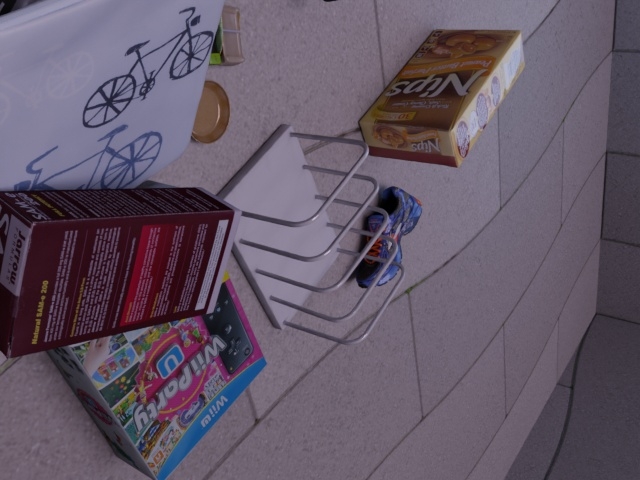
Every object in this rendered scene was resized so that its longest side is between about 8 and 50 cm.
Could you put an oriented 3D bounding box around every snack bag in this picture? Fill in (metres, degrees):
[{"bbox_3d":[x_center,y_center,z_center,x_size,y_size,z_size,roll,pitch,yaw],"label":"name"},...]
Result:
[{"bbox_3d":[-0.220,-0.116,0.626,0.323,0.037,0.342,-42,171,-37],"label":"snack bag"}]

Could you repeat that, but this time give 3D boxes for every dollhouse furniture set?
[{"bbox_3d":[-0.153,-0.258,0.847,0.152,0.059,0.076,-39,126,-67],"label":"dollhouse furniture set"}]

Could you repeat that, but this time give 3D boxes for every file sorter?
[{"bbox_3d":[0.000,0.000,1.018,0.192,0.173,0.277,-52,139,-30],"label":"file sorter"}]

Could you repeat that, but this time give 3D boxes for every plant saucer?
[{"bbox_3d":[-0.153,-0.169,0.883,0.083,0.015,0.083,-23,118,-50],"label":"plant saucer"}]

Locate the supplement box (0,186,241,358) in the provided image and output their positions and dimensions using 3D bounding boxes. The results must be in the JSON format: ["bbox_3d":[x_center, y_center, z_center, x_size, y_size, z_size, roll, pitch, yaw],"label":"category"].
[{"bbox_3d":[-0.197,0.020,0.652,0.239,0.073,0.130,-7,121,-54],"label":"supplement box"}]

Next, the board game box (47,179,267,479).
[{"bbox_3d":[-0.207,0.114,0.834,0.224,0.098,0.303,-47,136,-34],"label":"board game box"}]

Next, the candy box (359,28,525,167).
[{"bbox_3d":[0.232,-0.273,1.241,0.316,0.183,0.087,-52,138,-31],"label":"candy box"}]

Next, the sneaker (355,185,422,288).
[{"bbox_3d":[0.114,-0.009,1.273,0.087,0.083,0.221,43,60,-37],"label":"sneaker"}]

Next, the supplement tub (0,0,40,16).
[{"bbox_3d":[-0.322,-0.245,0.464,0.316,0.194,0.193,10,92,-55],"label":"supplement tub"}]
